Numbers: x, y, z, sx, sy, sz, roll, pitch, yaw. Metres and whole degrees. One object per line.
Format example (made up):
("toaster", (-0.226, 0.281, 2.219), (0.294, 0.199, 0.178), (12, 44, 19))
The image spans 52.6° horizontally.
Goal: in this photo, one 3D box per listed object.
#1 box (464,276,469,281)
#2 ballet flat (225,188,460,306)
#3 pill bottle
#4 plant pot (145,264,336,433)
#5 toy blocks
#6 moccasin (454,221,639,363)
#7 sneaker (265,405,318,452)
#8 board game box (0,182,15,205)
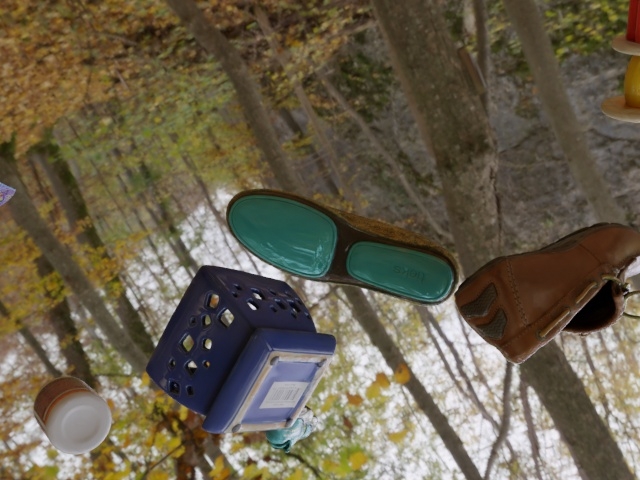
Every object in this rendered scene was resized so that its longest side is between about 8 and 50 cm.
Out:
("box", (0.378, 0.131, 1.530), (0.052, 0.062, 0.083), (-12, -132, -22))
("ballet flat", (0.034, 0.007, 0.956), (0.348, 0.123, 0.123), (17, -148, 6))
("pill bottle", (-0.362, 0.245, 0.932), (0.086, 0.086, 0.152), (-39, -158, -26))
("plant pot", (-0.126, 0.205, 1.141), (0.212, 0.236, 0.236), (38, -76, 38))
("toy blocks", (0.269, -0.153, 0.448), (0.123, 0.148, 0.054), (22, -141, 36))
("moccasin", (0.339, 0.067, 0.846), (0.380, 0.147, 0.139), (-10, 152, -46))
("sneaker", (-0.078, 0.414, 1.446), (0.107, 0.275, 0.110), (27, -107, 15))
("board game box", (-0.465, -0.041, 0.796), (0.133, 0.033, 0.169), (-20, 165, 4))
